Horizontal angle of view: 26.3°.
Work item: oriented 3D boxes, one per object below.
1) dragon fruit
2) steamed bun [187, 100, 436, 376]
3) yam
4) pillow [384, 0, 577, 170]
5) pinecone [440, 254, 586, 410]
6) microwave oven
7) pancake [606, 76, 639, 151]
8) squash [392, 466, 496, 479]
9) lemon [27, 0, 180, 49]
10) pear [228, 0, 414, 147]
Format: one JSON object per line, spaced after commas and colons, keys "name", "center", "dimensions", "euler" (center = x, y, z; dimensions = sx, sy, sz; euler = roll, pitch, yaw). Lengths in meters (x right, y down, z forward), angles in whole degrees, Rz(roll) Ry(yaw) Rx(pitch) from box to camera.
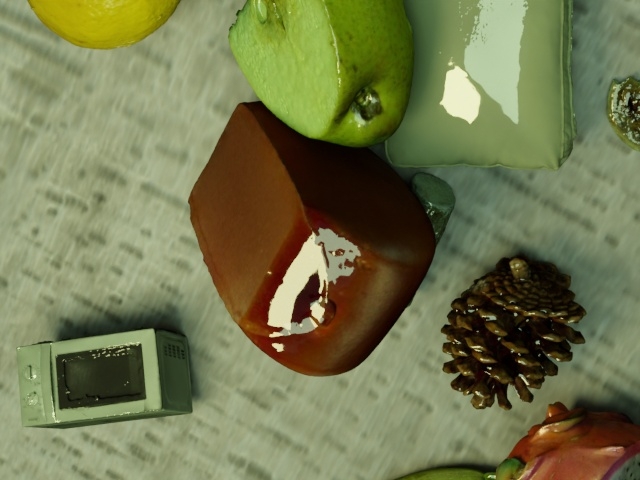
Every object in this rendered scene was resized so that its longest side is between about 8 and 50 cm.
{"name": "dragon fruit", "center": [0.336, 0.354, 1.842], "dimensions": [0.189, 0.290, 0.290], "euler": [16, 113, 36]}
{"name": "steamed bun", "center": [0.000, 0.000, 1.742], "dimensions": [0.248, 0.379, 0.235], "euler": [18, 114, -30]}
{"name": "yam", "center": [0.122, 0.002, 1.854], "dimensions": [0.078, 0.078, 0.179], "euler": [26, 109, 1]}
{"name": "pillow", "center": [0.196, -0.248, 1.733], "dimensions": [0.255, 0.120, 0.322], "euler": [2, 107, 16]}
{"name": "pinecone", "center": [0.246, 0.127, 1.821], "dimensions": [0.168, 0.185, 0.212], "euler": [47, 126, 19]}
{"name": "microwave oven", "center": [-0.303, 0.194, 1.937], "dimensions": [0.208, 0.162, 0.122], "euler": [-8, 80, 11]}
{"name": "pancake", "center": [0.439, -0.168, 1.775], "dimensions": [0.129, 0.022, 0.116], "euler": [-16, 104, 19]}
{"name": "squash", "center": [0.128, 0.383, 1.969], "dimensions": [0.341, 0.094, 0.094], "euler": [-25, 102, 18]}
{"name": "lemon", "center": [-0.272, -0.365, 1.714], "dimensions": [0.236, 0.236, 0.263], "euler": [47, 151, -7]}
{"name": "pear", "center": [0.027, -0.243, 1.675], "dimensions": [0.159, 0.292, 0.292], "euler": [-16, 108, -26]}
